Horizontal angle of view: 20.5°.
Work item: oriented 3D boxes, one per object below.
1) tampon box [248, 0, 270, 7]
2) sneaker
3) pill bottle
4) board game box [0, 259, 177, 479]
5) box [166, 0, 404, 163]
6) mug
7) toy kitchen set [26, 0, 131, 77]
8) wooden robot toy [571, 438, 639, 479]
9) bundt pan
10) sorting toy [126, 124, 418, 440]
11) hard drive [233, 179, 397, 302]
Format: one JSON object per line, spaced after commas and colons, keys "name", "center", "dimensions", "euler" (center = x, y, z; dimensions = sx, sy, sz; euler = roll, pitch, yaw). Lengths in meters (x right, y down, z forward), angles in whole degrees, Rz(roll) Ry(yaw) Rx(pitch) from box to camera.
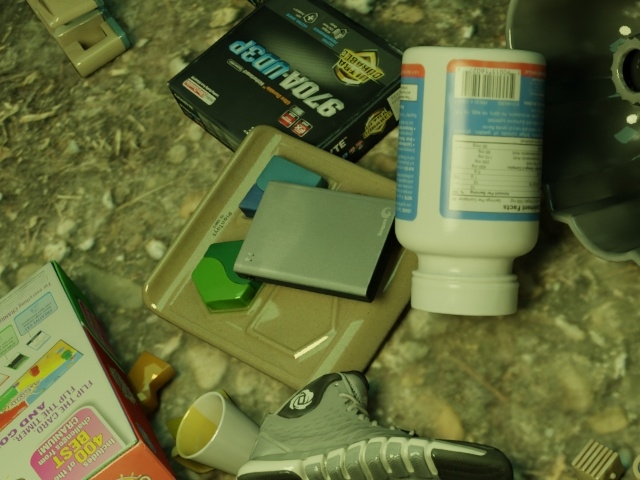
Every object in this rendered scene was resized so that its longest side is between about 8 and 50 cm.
{"name": "tampon box", "center": [-0.067, -0.330, 1.885], "dimensions": [0.101, 0.120, 0.161], "euler": [-40, 47, -9]}
{"name": "sneaker", "center": [0.048, 0.156, 1.452], "dimensions": [0.228, 0.086, 0.132], "euler": [-3, 42, 16]}
{"name": "pill bottle", "center": [0.125, -0.051, 1.499], "dimensions": [0.124, 0.124, 0.221], "euler": [5, 95, 29]}
{"name": "board game box", "center": [-0.276, 0.179, 1.540], "dimensions": [0.242, 0.064, 0.316], "euler": [-37, 35, 0]}
{"name": "box", "center": [-0.023, -0.151, 1.762], "dimensions": [0.175, 0.051, 0.220], "euler": [-41, 48, -11]}
{"name": "mug", "center": [-0.084, 0.170, 1.511], "dimensions": [0.078, 0.064, 0.062], "euler": [0, 62, 55]}
{"name": "toy kitchen set", "center": [-0.273, -0.303, 1.928], "dimensions": [0.122, 0.166, 0.207], "euler": [-35, 47, -5]}
{"name": "wooden robot toy", "center": [0.254, 0.195, 1.322], "dimensions": [0.076, 0.079, 0.173], "euler": [-35, 47, -6]}
{"name": "bundt pan", "center": [0.302, -0.143, 1.457], "dimensions": [0.124, 0.331, 0.331], "euler": [-7, 36, -33]}
{"name": "sorting toy", "center": [-0.051, 0.052, 1.581], "dimensions": [0.229, 0.041, 0.307], "euler": [26, 75, 29]}
{"name": "hard drive", "center": [0.000, 0.000, 1.554], "dimensions": [0.135, 0.022, 0.094], "euler": [10, 66, 28]}
